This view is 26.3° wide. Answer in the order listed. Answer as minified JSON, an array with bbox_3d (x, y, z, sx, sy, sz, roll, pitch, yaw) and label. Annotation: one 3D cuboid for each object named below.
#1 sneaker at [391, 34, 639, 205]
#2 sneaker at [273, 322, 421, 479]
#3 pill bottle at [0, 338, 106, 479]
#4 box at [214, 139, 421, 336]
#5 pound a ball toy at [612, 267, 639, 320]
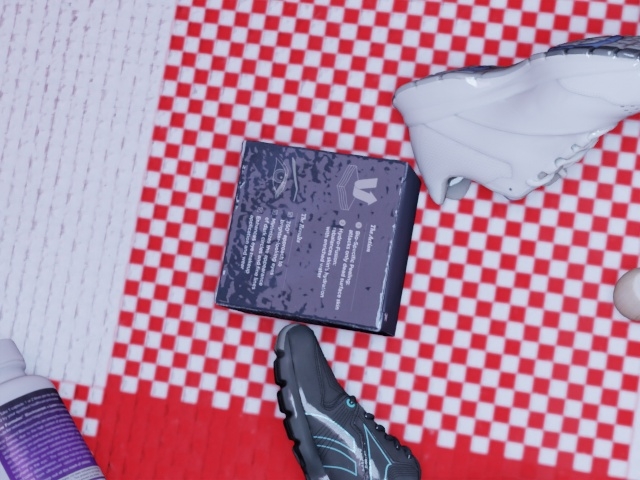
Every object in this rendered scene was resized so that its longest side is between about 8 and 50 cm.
[{"bbox_3d":[0.201,-0.106,1.212,0.297,0.111,0.129,-9,95,45],"label":"sneaker"},{"bbox_3d":[0.029,0.198,1.247,0.106,0.101,0.267,-17,84,-6],"label":"sneaker"},{"bbox_3d":[-0.280,0.194,1.290,0.108,0.108,0.193,-33,77,5],"label":"pill bottle"},{"bbox_3d":[0.000,0.000,1.271,0.158,0.093,0.155,9,83,13],"label":"box"},{"bbox_3d":[0.430,0.074,1.153,0.319,0.136,0.208,-19,79,7],"label":"pound a ball toy"}]
